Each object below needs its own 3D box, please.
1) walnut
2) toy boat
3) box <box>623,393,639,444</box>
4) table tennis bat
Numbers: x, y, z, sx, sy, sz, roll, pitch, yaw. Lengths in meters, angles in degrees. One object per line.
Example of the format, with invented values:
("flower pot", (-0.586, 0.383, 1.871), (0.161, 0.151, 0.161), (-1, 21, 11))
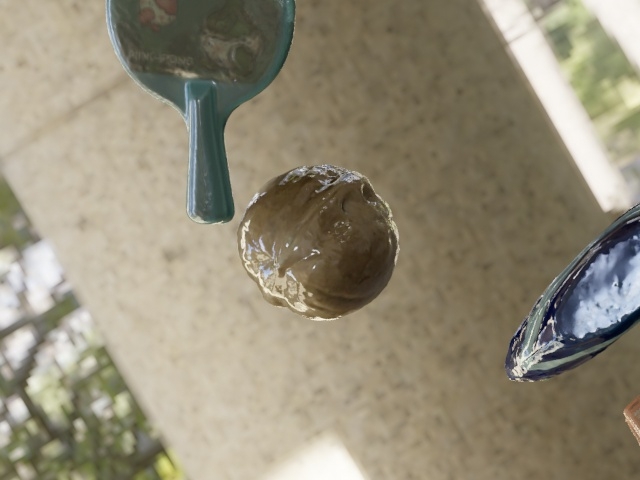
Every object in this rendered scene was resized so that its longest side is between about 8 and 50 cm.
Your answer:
("walnut", (-0.001, 0.001, 1.677), (0.140, 0.140, 0.162), (-28, 7, 36))
("toy boat", (0.258, 0.013, 1.525), (0.210, 0.070, 0.291), (-45, -8, 37))
("box", (0.424, 0.139, 1.419), (0.318, 0.257, 0.348), (-37, -4, 5))
("table tennis bat", (-0.073, -0.108, 1.202), (0.124, 0.201, 0.033), (2, 14, 16))
